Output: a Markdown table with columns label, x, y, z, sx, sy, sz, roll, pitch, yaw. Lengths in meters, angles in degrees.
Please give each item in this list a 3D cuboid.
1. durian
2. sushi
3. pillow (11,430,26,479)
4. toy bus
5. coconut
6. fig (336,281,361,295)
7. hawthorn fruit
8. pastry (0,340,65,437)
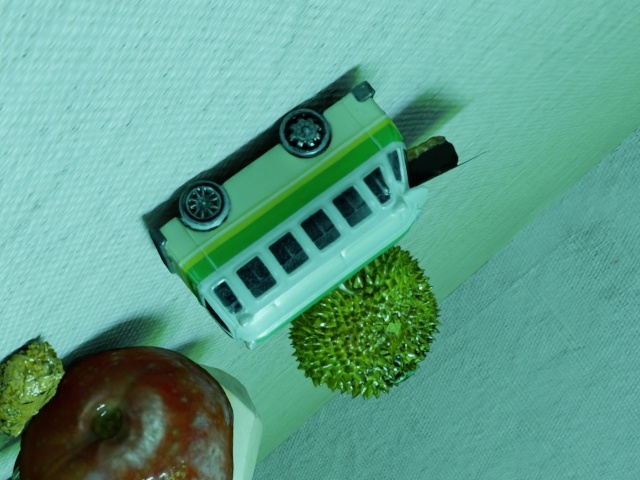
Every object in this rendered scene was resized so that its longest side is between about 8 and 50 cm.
| label | x | y | z | sx | sy | sz | roll | pitch | yaw |
| --- | --- | --- | --- | --- | --- | --- | --- | --- | --- |
| durian | 0.073 | 0.137 | 1.977 | 0.291 | 0.224 | 0.291 | -32 | 162 | -12 |
| sushi | 0.066 | -0.068 | 1.569 | 0.290 | 0.050 | 0.264 | -26 | -179 | 17 |
| pillow | -0.351 | 0.265 | 1.614 | 0.136 | 0.055 | 0.091 | -26 | 131 | -55 |
| toy bus | -0.023 | -0.023 | 1.259 | 0.276 | 0.164 | 0.133 | -36 | 169 | -9 |
| coconut | -0.204 | 0.301 | 1.746 | 0.241 | 0.241 | 0.241 | -36 | 168 | -9 |
| fig | 0.013 | 0.038 | 1.745 | 0.082 | 0.098 | 0.084 | -41 | 154 | 25 |
| hawthorn fruit | -0.237 | 0.259 | 1.487 | 0.284 | 0.284 | 0.284 | -36 | 168 | -9 |
| pastry | -0.324 | 0.165 | 1.332 | 0.080 | 0.056 | 0.140 | -45 | 170 | -29 |
